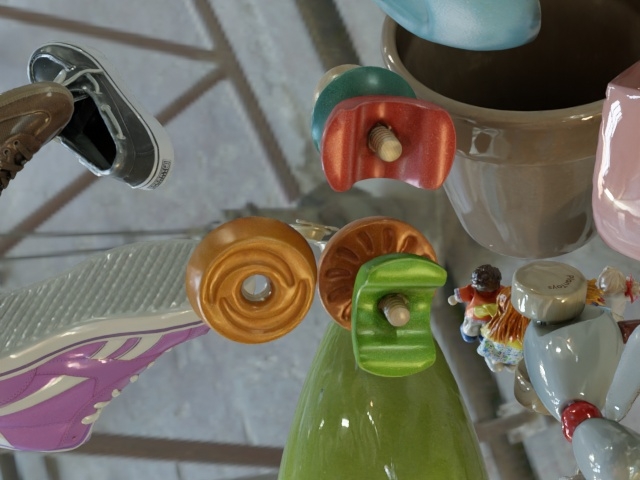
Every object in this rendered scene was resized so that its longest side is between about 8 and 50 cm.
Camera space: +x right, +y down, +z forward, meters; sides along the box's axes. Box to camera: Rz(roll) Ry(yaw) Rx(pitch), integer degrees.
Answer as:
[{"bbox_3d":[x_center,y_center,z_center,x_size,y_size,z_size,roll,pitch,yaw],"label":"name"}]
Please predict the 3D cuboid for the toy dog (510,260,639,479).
[{"bbox_3d":[0.308,0.155,1.435,0.220,0.161,0.333,89,171,-48],"label":"toy dog"}]

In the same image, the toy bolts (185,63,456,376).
[{"bbox_3d":[0.001,-0.031,1.090,0.158,0.218,0.228,-118,35,-65],"label":"toy bolts"}]

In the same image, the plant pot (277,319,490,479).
[{"bbox_3d":[0.073,0.236,1.699,0.275,0.275,0.293,-33,42,35],"label":"plant pot"}]

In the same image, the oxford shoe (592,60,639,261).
[{"bbox_3d":[0.208,-0.112,0.531,0.146,0.140,0.397,36,154,30],"label":"oxford shoe"}]

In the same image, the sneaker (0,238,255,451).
[{"bbox_3d":[-0.189,0.100,1.235,0.102,0.282,0.161,-117,15,-47],"label":"sneaker"}]

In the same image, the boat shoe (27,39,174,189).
[{"bbox_3d":[-0.307,-0.165,1.738,0.306,0.105,0.113,49,117,34],"label":"boat shoe"}]

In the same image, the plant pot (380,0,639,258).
[{"bbox_3d":[0.197,-0.112,1.266,0.263,0.263,0.229,32,149,34],"label":"plant pot"}]

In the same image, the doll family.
[{"bbox_3d":[0.303,0.105,1.815,0.163,0.263,0.118,92,177,-49],"label":"doll family"}]

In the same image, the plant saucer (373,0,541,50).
[{"bbox_3d":[-0.006,-0.213,0.690,0.044,0.317,0.317,-39,65,0],"label":"plant saucer"}]

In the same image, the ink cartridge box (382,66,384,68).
[{"bbox_3d":[0.165,-0.164,1.608,0.115,0.198,0.067,-31,59,22],"label":"ink cartridge box"}]

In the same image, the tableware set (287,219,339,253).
[{"bbox_3d":[0.000,0.000,1.658,0.169,0.141,0.020,-9,71,61],"label":"tableware set"}]

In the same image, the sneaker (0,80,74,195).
[{"bbox_3d":[-0.261,-0.047,1.044,0.188,0.066,0.071,-31,66,3],"label":"sneaker"}]
